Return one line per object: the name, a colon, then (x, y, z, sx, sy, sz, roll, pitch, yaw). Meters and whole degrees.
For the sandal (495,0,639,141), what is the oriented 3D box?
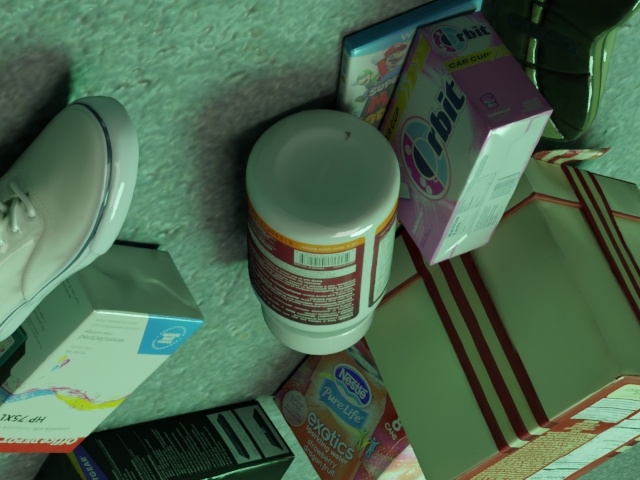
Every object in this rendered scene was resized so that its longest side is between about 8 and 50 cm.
sandal: (0.197, -0.195, 1.449, 0.086, 0.120, 0.303, -51, 167, -30)

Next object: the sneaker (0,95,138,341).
sneaker: (-0.219, -0.001, 1.312, 0.091, 0.094, 0.258, -8, 146, -49)

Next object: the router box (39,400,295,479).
router box: (-0.194, 0.305, 1.869, 0.243, 0.081, 0.309, -8, 140, -42)

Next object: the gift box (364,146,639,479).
gift box: (0.208, 0.060, 1.706, 0.276, 0.258, 0.255, -35, 155, 24)

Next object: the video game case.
video game case: (0.067, -0.127, 1.502, 0.119, 0.015, 0.166, -24, 153, -17)

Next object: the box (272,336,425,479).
box: (0.123, 0.167, 1.926, 0.300, 0.154, 0.142, -2, 141, -46)

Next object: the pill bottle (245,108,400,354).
pill bottle: (0.000, 0.000, 1.529, 0.121, 0.121, 0.221, -25, 153, -15)

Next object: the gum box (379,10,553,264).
gum box: (0.105, -0.076, 1.493, 0.062, 0.107, 0.188, -19, 151, -27)

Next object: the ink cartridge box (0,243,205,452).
ink cartridge box: (-0.221, 0.102, 1.511, 0.231, 0.078, 0.134, -44, 151, 25)
